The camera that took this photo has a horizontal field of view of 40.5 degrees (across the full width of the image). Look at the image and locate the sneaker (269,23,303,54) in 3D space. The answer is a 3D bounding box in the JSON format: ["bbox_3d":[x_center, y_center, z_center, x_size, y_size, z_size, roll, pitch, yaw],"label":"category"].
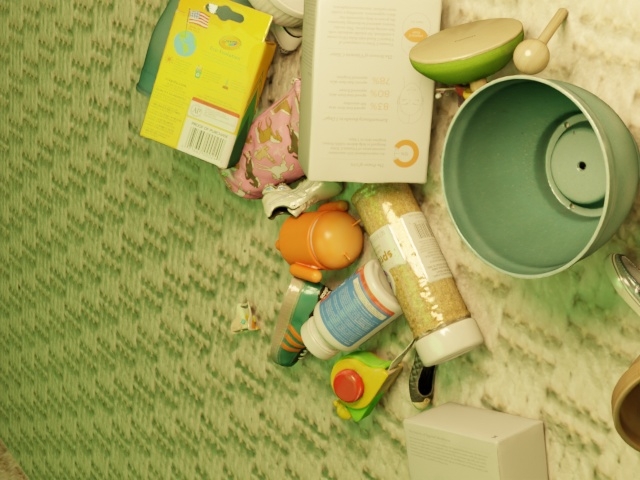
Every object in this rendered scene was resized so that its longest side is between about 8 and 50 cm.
[{"bbox_3d":[-0.102,-0.512,1.847,0.095,0.090,0.235,-44,64,57],"label":"sneaker"}]

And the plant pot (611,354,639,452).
[{"bbox_3d":[0.524,0.200,1.206,0.109,0.237,0.237,-80,16,-48],"label":"plant pot"}]

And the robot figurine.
[{"bbox_3d":[0.000,0.002,1.812,0.219,0.158,0.128,-3,113,50],"label":"robot figurine"}]

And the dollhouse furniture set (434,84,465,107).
[{"bbox_3d":[0.253,-0.269,1.475,0.114,0.081,0.090,12,108,48],"label":"dollhouse furniture set"}]

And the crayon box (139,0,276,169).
[{"bbox_3d":[-0.220,-0.328,1.752,0.202,0.081,0.318,23,105,10],"label":"crayon box"}]

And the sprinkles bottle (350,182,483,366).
[{"bbox_3d":[0.177,0.052,1.616,0.121,0.121,0.355,-39,68,47],"label":"sprinkles bottle"}]

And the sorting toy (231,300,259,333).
[{"bbox_3d":[-0.187,0.190,2.155,0.083,0.045,0.075,-18,78,51],"label":"sorting toy"}]

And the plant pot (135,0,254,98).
[{"bbox_3d":[-0.252,-0.432,1.915,0.272,0.272,0.255,31,115,42],"label":"plant pot"}]

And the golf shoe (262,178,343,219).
[{"bbox_3d":[-0.036,-0.082,1.818,0.069,0.176,0.086,64,-161,-52],"label":"golf shoe"}]

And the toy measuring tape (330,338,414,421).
[{"bbox_3d":[0.106,0.238,1.762,0.121,0.121,0.330,49,124,31],"label":"toy measuring tape"}]

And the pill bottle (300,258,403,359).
[{"bbox_3d":[0.065,0.145,1.731,0.221,0.124,0.124,-40,67,28],"label":"pill bottle"}]

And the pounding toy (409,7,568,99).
[{"bbox_3d":[0.265,-0.274,1.375,0.237,0.183,0.110,-1,121,32],"label":"pounding toy"}]

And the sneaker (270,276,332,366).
[{"bbox_3d":[-0.031,0.199,1.913,0.121,0.108,0.302,22,141,8],"label":"sneaker"}]

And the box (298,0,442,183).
[{"bbox_3d":[0.080,-0.286,1.538,0.168,0.215,0.345,-117,29,-70],"label":"box"}]

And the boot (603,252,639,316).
[{"bbox_3d":[0.507,0.081,1.278,0.086,0.069,0.190,-46,72,38],"label":"boot"}]

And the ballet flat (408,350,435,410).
[{"bbox_3d":[0.206,0.255,1.682,0.049,0.057,0.173,22,116,41],"label":"ballet flat"}]

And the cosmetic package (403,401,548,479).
[{"bbox_3d":[0.283,0.429,1.568,0.224,0.138,0.224,2,102,50],"label":"cosmetic package"}]

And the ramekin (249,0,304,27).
[{"bbox_3d":[-0.057,-0.519,1.698,0.109,0.207,0.207,-17,86,59],"label":"ramekin"}]

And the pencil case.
[{"bbox_3d":[-0.071,-0.213,1.821,0.386,0.160,0.167,-30,70,50],"label":"pencil case"}]

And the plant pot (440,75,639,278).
[{"bbox_3d":[0.355,-0.105,1.303,0.293,0.196,0.293,17,112,47],"label":"plant pot"}]
